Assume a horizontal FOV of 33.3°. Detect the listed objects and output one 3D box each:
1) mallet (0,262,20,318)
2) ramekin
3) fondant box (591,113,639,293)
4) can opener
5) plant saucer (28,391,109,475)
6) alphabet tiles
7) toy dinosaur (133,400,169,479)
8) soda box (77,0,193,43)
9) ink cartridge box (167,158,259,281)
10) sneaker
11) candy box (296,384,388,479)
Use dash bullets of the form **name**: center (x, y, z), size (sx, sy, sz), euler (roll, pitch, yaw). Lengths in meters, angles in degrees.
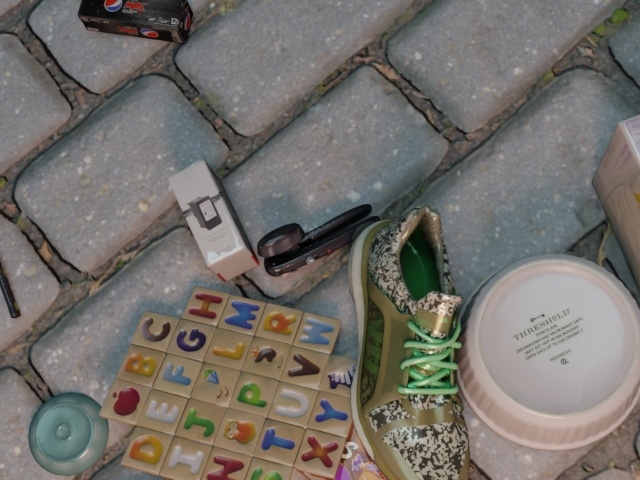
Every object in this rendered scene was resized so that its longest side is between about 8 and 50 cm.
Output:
- **mallet**: center (-0.487, 0.027, 1.613), size (0.039, 0.062, 0.189), euler (-22, 88, 1)
- **ramekin**: center (0.312, 0.141, 1.439), size (0.273, 0.127, 0.273), euler (-2, 75, 6)
- **fondant box**: center (0.475, 0.014, 1.399), size (0.096, 0.238, 0.330), euler (-20, 73, 0)
- **can opener**: center (0.000, 0.000, 1.552), size (0.186, 0.073, 0.059), euler (-20, 65, -9)
- **plant saucer**: center (-0.364, 0.275, 1.531), size (0.119, 0.021, 0.119), euler (-2, 75, 6)
- **alphabet tiles**: center (-0.119, 0.206, 1.476), size (0.342, 0.011, 0.285), euler (12, 60, 14)
- **toy dinosaur**: center (-0.217, 0.254, 1.505), size (0.093, 0.053, 0.183), euler (16, 76, 9)
- **soda box**: center (-0.291, -0.357, 1.686), size (0.169, 0.053, 0.060), euler (10, 75, 8)
- **ink cartridge box**: center (-0.154, -0.028, 1.548), size (0.063, 0.109, 0.150), euler (-27, 73, 1)
- **sneaker**: center (0.126, 0.133, 1.402), size (0.158, 0.182, 0.410), euler (-2, 67, -17)
- **candy box**: center (0.032, 0.297, 1.465), size (0.187, 0.053, 0.109), euler (36, 80, 14)
